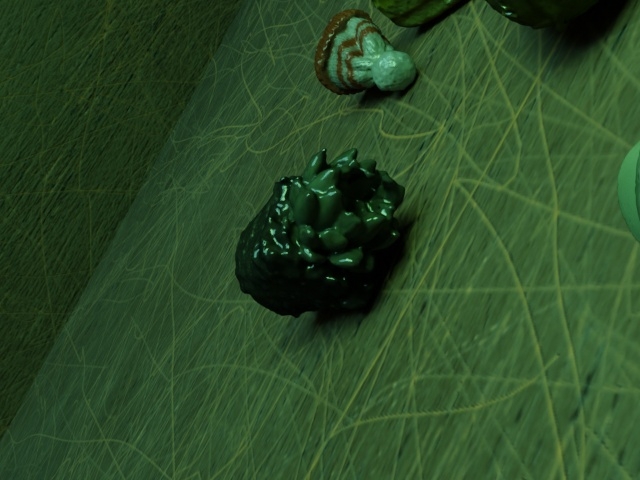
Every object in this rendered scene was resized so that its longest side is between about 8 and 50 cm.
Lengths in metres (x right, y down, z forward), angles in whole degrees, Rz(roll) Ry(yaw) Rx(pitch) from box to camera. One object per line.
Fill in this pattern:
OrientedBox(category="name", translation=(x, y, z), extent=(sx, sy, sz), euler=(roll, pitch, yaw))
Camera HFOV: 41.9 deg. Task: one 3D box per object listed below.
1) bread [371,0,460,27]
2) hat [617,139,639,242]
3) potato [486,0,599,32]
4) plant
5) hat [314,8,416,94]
OrientedBox(category="bread", translation=(0.157, -0.395, 1.035), extent=(0.184, 0.110, 0.234), euler=(-19, 46, 55))
OrientedBox(category="hat", translation=(0.225, -0.050, 0.478), extent=(0.122, 0.081, 0.166), euler=(-55, 11, 6))
OrientedBox(category="potato", translation=(0.181, -0.304, 0.760), extent=(0.141, 0.176, 0.298), euler=(-20, 38, 14))
OrientedBox(category="plant", translation=(0.000, 0.000, 0.836), extent=(0.194, 0.129, 0.132), euler=(-37, 33, 52))
OrientedBox(category="hat", translation=(0.062, -0.228, 1.053), extent=(0.112, 0.093, 0.162), euler=(-68, 25, 10))
